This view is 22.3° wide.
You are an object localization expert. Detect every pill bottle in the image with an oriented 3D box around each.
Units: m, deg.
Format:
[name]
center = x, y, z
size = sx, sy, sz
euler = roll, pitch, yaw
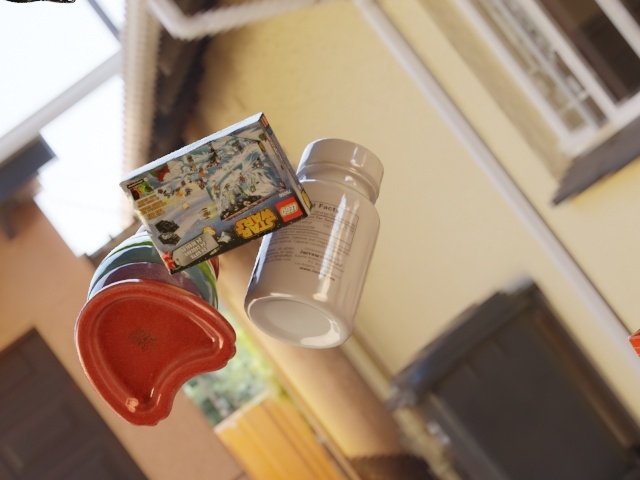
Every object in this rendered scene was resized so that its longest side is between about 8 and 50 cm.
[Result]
[pill bottle]
center = 0.000, 0.000, 1.909
size = 0.131, 0.131, 0.229
euler = -41, 28, 55

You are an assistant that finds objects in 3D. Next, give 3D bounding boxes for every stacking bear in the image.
[stacking bear]
center = -0.189, 0.061, 1.940
size = 0.175, 0.164, 0.289
euler = -42, 15, 19

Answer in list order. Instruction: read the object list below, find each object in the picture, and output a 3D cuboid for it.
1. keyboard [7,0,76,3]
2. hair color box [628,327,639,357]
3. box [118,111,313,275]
[keyboard]
center = -0.320, -0.315, 1.876
size = 0.317, 0.033, 0.201
euler = 3, 29, 14
[hair color box]
center = 0.378, 0.135, 1.532
size = 0.093, 0.167, 0.053
euler = -35, 5, -18
[box]
center = -0.087, -0.038, 1.361
size = 0.137, 0.094, 0.027
euler = -22, 17, 18
